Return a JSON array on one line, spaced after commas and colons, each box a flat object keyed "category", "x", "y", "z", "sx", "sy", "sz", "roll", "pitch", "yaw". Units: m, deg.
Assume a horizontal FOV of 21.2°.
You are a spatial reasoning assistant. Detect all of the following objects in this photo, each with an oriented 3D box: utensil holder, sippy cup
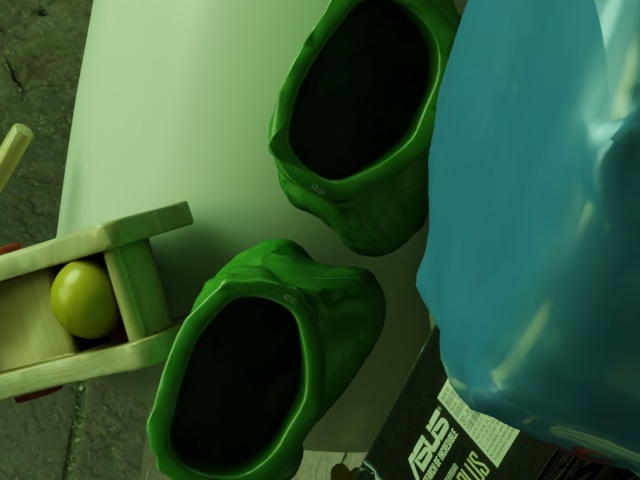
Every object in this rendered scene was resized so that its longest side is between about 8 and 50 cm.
[{"category": "utensil holder", "x": 0.012, "y": -0.107, "z": 1.072, "sx": 0.327, "sy": 0.327, "sz": 0.385, "roll": -101, "pitch": 22, "yaw": -65}, {"category": "sippy cup", "x": 0.152, "y": -0.016, "z": 0.446, "sx": 0.305, "sy": 0.224, "sz": 0.240, "roll": 124, "pitch": 156, "yaw": -66}]

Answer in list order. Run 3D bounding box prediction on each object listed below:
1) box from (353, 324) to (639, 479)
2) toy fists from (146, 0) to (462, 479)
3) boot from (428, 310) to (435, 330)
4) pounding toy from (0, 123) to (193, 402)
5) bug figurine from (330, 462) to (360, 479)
[{"category": "box", "x": 0.108, "y": 0.073, "z": 0.763, "sx": 0.077, "sy": 0.147, "sz": 0.180, "roll": 50, "pitch": 142, "yaw": 24}, {"category": "toy fists", "x": 0.000, "y": 0.000, "z": 0.843, "sx": 0.142, "sy": 0.096, "sz": 0.279, "roll": -101, "pitch": 33, "yaw": -86}, {"category": "boot", "x": 0.103, "y": -0.038, "z": 0.810, "sx": 0.223, "sy": 0.118, "sz": 0.338, "roll": -40, "pitch": -32, "yaw": -62}, {"category": "pounding toy", "x": -0.192, "y": 0.016, "z": 0.962, "sx": 0.269, "sy": 0.154, "sz": 0.155, "roll": -15, "pitch": 93, "yaw": 41}, {"category": "bug figurine", "x": 0.024, "y": 0.267, "z": 0.868, "sx": 0.072, "sy": 0.216, "sz": 0.279, "roll": -25, "pitch": 51, "yaw": 40}]
